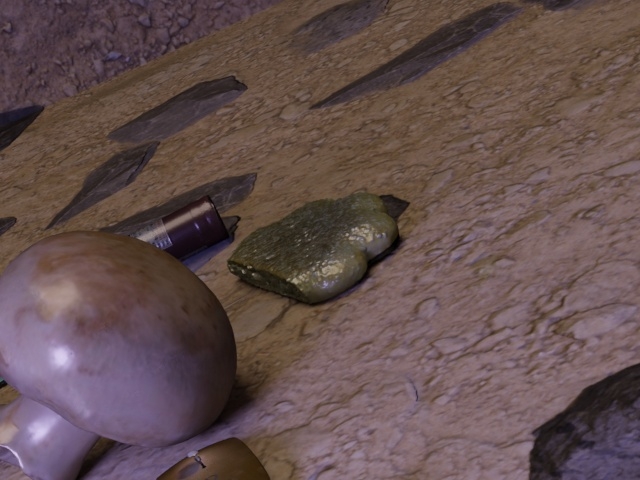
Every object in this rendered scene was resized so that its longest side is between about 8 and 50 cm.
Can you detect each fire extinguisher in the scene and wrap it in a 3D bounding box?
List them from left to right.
[{"bbox_3d":[-0.244,0.024,2.436,0.231,0.071,0.099,-28,48,-4],"label":"fire extinguisher"}]

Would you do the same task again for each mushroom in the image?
[{"bbox_3d":[-0.250,0.144,1.904,0.290,0.297,0.297,-61,11,19],"label":"mushroom"}]

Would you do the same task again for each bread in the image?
[{"bbox_3d":[0.000,0.000,2.209,0.207,0.056,0.286,-37,24,-23],"label":"bread"}]

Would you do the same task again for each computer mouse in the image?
[{"bbox_3d":[-0.111,0.251,1.728,0.102,0.045,0.199,-27,20,-10],"label":"computer mouse"}]

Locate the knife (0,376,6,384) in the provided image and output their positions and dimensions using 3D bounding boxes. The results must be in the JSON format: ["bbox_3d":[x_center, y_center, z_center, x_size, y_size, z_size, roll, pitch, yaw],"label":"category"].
[{"bbox_3d":[-0.453,0.203,2.318,0.096,0.010,0.027,-33,22,-11],"label":"knife"}]

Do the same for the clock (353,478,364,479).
[{"bbox_3d":[0.001,0.277,1.529,0.135,0.041,0.101,-28,20,-6],"label":"clock"}]
